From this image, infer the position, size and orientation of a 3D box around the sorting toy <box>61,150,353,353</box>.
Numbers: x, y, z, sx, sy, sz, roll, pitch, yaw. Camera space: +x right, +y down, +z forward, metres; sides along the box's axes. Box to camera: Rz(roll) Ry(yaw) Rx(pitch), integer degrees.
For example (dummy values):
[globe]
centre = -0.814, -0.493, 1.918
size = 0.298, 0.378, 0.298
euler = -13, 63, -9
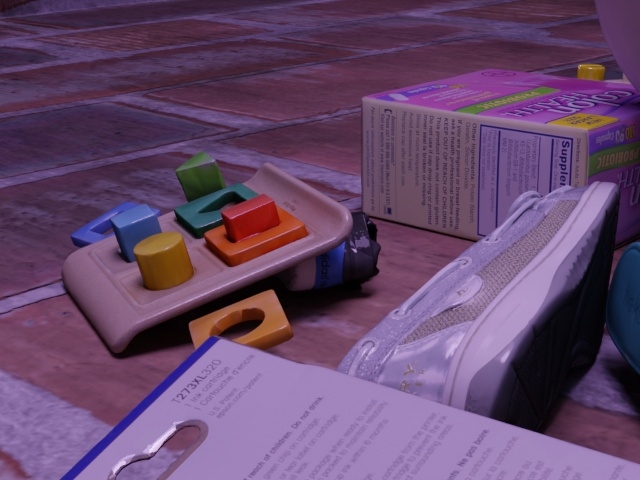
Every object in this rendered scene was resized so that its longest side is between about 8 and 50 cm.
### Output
[sorting toy]
centre = -0.095, -0.004, 0.907
size = 0.196, 0.047, 0.348
euler = -27, 25, -15

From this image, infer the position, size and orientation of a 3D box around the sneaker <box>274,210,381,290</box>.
[sneaker]
centre = 0.000, 0.001, 0.974
size = 0.085, 0.058, 0.152
euler = -3, 14, -16

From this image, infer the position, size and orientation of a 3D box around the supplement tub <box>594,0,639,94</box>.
[supplement tub]
centre = 0.379, -0.222, 0.973
size = 0.272, 0.191, 0.191
euler = -32, 23, -7

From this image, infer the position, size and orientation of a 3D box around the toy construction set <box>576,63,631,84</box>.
[toy construction set]
centre = 0.433, -0.141, 1.290
size = 0.328, 0.151, 0.215
euler = -15, 20, -9

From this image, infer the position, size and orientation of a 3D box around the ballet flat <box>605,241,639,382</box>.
[ballet flat]
centre = 0.231, 0.081, 0.633
size = 0.123, 0.123, 0.348
euler = 1, 18, 6

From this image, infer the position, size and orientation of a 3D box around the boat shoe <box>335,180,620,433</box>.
[boat shoe]
centre = 0.119, 0.036, 0.766
size = 0.103, 0.118, 0.320
euler = 12, 28, 24

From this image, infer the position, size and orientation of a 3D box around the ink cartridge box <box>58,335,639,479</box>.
[ink cartridge box]
centre = 0.051, 0.145, 0.415
size = 0.371, 0.069, 0.176
euler = 15, 44, 35

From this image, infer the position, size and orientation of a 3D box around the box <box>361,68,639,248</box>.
[box]
centre = 0.196, -0.080, 1.125
size = 0.243, 0.117, 0.214
euler = 15, 23, 40
